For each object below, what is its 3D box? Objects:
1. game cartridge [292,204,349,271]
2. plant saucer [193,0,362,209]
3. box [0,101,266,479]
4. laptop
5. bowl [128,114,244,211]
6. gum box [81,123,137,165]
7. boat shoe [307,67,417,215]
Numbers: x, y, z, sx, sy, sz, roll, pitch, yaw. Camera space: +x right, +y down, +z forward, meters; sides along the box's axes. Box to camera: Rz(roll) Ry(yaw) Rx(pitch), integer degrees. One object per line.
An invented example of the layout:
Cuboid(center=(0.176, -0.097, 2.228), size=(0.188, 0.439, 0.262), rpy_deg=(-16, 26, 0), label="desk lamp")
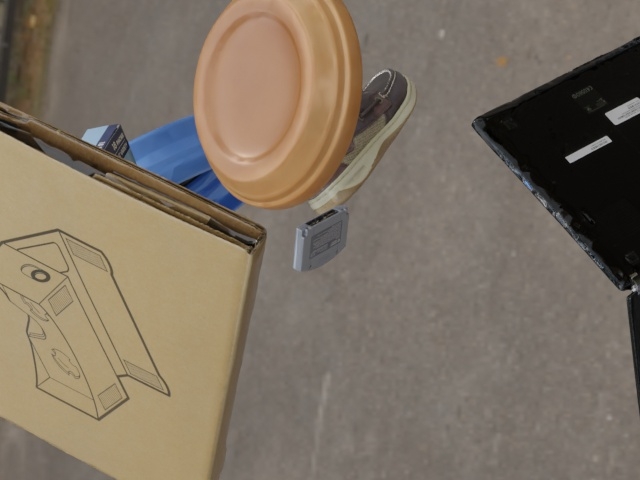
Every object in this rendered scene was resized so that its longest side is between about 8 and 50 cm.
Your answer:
Cuboid(center=(0.000, 0.000, 1.299), size=(0.017, 0.083, 0.056), rpy_deg=(19, 119, 31), label="game cartridge")
Cuboid(center=(-0.045, -0.125, 1.028), size=(0.200, 0.037, 0.200), rpy_deg=(-2, 87, 48), label="plant saucer")
Cuboid(center=(-0.113, 0.037, 0.595), size=(0.021, 0.164, 0.201), rpy_deg=(-53, -17, -44), label="box")
Cuboid(center=(0.266, -0.006, 0.947), size=(0.264, 0.234, 0.136), rpy_deg=(51, 151, 21), label="laptop")
Cuboid(center=(-0.228, -0.035, 1.517), size=(0.077, 0.391, 0.391), rpy_deg=(59, 143, 6), label="bowl")
Cuboid(center=(-0.202, 0.006, 1.198), size=(0.157, 0.041, 0.184), rpy_deg=(-72, -30, -54), label="gum box")
Cuboid(center=(0.037, -0.143, 1.527), size=(0.103, 0.092, 0.285), rpy_deg=(-29, 21, 41), label="boat shoe")
